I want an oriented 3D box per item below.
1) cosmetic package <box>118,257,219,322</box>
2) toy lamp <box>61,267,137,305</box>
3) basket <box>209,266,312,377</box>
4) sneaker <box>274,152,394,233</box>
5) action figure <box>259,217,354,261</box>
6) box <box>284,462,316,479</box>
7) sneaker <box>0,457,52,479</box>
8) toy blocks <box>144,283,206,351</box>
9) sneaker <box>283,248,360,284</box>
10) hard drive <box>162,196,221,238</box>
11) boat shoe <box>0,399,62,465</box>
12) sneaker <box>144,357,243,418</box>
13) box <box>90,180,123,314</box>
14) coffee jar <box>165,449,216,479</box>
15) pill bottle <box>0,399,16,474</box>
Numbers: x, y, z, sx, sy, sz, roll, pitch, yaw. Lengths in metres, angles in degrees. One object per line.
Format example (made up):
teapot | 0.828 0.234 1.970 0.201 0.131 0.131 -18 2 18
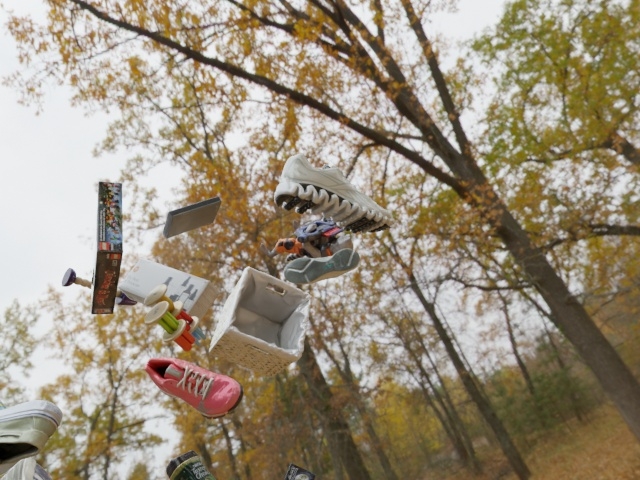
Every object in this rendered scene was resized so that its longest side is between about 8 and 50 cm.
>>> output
cosmetic package | -0.369 0.119 1.202 0.099 0.238 0.060 -59 -33 -28
toy lamp | -0.808 0.181 1.847 0.274 0.080 0.080 27 -56 -38
basket | -0.250 0.354 2.092 0.328 0.331 0.266 26 -46 -15
sneaker | 0.044 -0.096 1.070 0.292 0.119 0.110 20 -25 -29
action figure | 0.000 0.000 1.781 0.341 0.330 0.179 -23 -69 -42
box | -0.086 0.714 1.333 0.077 0.147 0.180 22 -49 6
sneaker | -0.707 0.658 1.208 0.131 0.350 0.148 -44 -72 -11
toy blocks | -0.271 0.168 0.963 0.054 0.123 0.148 -36 -60 -2
sneaker | 0.005 0.058 0.966 0.152 0.054 0.061 -11 -19 6
hard drive | -0.313 -0.057 1.218 0.135 0.022 0.094 -24 -20 -38
boat shoe | -0.668 0.410 1.009 0.302 0.094 0.109 -24 -62 15
sneaker | -0.354 0.388 1.339 0.313 0.116 0.136 6 -32 30
box | -0.419 0.021 0.974 0.044 0.159 0.233 3 -36 -26
coffee jar | -0.344 0.676 1.386 0.079 0.184 0.096 -59 -26 16
pill bottle | -0.866 0.472 1.259 0.146 0.264 0.146 -42 -29 -31
